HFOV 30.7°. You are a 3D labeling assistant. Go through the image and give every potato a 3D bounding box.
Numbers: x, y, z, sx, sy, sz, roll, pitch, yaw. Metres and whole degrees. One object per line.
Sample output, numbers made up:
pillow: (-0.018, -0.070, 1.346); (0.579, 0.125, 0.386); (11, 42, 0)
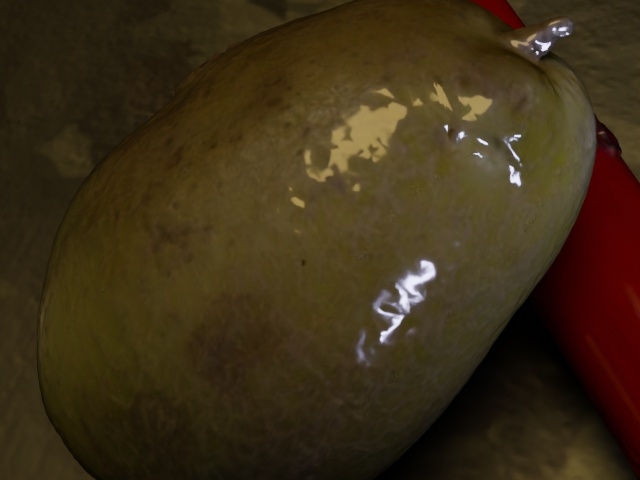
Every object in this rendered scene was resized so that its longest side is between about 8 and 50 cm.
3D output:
potato: (0.000, 0.000, 0.454); (0.251, 0.159, 0.174); (-43, 66, 17)

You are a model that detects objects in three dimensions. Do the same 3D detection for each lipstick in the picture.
lipstick: (0.104, -0.018, 0.514); (0.073, 0.073, 0.279); (-22, 52, -5)
